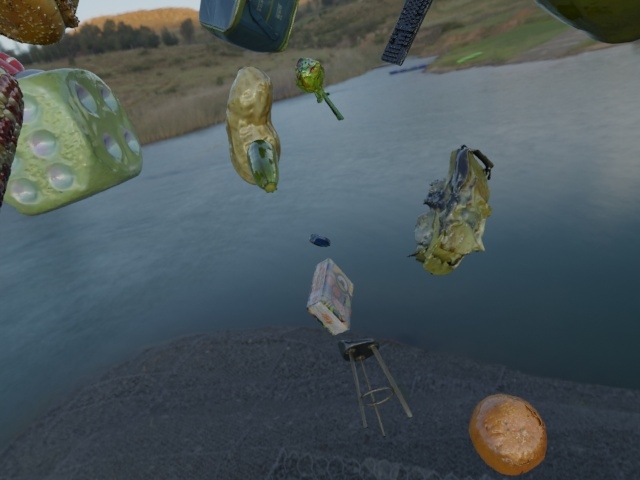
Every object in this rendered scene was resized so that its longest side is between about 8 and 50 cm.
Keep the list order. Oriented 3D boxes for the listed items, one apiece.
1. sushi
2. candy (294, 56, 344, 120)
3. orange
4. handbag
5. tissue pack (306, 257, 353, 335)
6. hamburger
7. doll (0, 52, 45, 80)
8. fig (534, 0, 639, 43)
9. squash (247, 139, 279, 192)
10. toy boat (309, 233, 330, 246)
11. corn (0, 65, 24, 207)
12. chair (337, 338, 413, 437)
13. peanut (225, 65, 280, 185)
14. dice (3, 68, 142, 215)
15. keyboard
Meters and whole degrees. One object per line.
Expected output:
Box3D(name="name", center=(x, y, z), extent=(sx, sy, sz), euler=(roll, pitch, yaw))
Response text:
Box3D(name="sushi", center=(0.301, -0.059, 1.000), extent=(0.131, 0.139, 0.291), euler=(1, 67, 56))
Box3D(name="candy", center=(0.006, -0.372, 1.147), extent=(0.073, 0.077, 0.262), euler=(13, -8, 25))
Box3D(name="orange", center=(0.483, 0.501, 1.162), extent=(0.193, 0.161, 0.194), euler=(-3, 63, 5))
Box3D(name="handbag", center=(-0.215, -0.728, 1.371), extent=(0.222, 0.263, 0.241), euler=(28, 21, 35))
Box3D(name="tissue pack", center=(0.026, 0.129, 1.036), extent=(0.060, 0.109, 0.148), euler=(-30, 26, 27))
Box3D(name="hamburger", center=(-0.521, -0.424, 0.780), extent=(0.190, 0.118, 0.181), euler=(18, -14, -22))
Box3D(name="doll", center=(-0.781, -0.398, 1.147), extent=(0.336, 0.105, 0.200), euler=(18, 43, -12))
Box3D(name="fig", center=(0.307, -0.335, 0.447), extent=(0.239, 0.271, 0.239), euler=(-22, 26, 11))
Box3D(name="squash", center=(-0.116, -0.154, 0.929), extent=(0.066, 0.066, 0.201), euler=(-16, 35, -4))
Box3D(name="toy boat", center=(0.000, 0.000, 1.402), extent=(0.083, 0.038, 0.038), euler=(20, 0, -35))
Box3D(name="corn", center=(-0.368, -0.055, 0.441), extent=(0.098, 0.290, 0.098), euler=(-1, -22, 0))
Box3D(name="chair", center=(0.115, 0.303, 0.982), extent=(0.095, 0.104, 0.222), euler=(-31, 48, 8))
Box3D(name="peanut", center=(-0.176, -0.295, 1.180), extent=(0.146, 0.306, 0.147), euler=(-6, 20, 2))
Box3D(name="dice", center=(-0.567, -0.209, 0.982), extent=(0.254, 0.252, 0.250), euler=(-22, 14, 9))
Box3D(name="keyboard", center=(0.220, -0.545, 1.089), extent=(0.072, 0.231, 0.023), euler=(35, 16, 36))
